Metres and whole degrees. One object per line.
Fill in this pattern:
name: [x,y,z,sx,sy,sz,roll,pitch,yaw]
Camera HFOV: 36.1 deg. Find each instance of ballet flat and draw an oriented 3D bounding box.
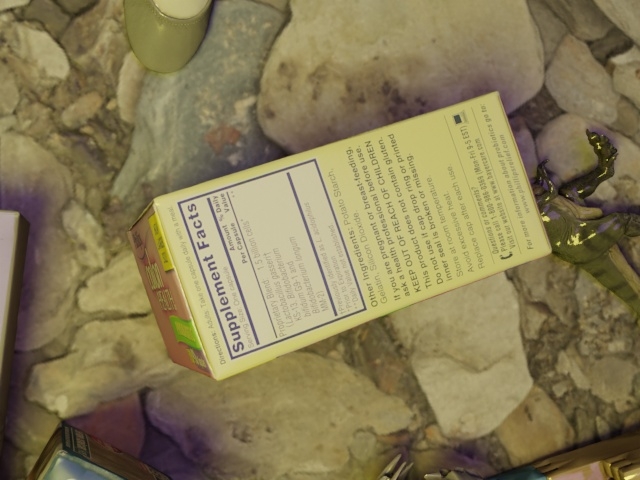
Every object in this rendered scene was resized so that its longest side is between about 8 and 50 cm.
ballet flat: [-0.106,-0.240,0.774,0.072,0.068,0.213,15,83,-14]

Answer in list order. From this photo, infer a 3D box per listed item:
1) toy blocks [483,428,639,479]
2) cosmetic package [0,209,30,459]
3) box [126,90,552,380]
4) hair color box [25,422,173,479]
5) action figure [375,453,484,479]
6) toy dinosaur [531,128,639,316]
toy blocks: [0.283,0.313,0.809,0.261,0.191,0.381,-17,91,-4]
cosmetic package: [-0.281,0.089,0.687,0.127,0.107,0.237,5,88,-12]
box: [0.000,0.000,0.712,0.243,0.213,0.117,-19,91,-16]
hair color box: [-0.217,0.305,0.652,0.105,0.174,0.347,31,78,-11]
action figure: [0.109,0.280,0.741,0.285,0.099,0.185,24,97,26]
toy dinosaur: [0.244,-0.019,0.863,0.268,0.064,0.118,38,92,-11]
